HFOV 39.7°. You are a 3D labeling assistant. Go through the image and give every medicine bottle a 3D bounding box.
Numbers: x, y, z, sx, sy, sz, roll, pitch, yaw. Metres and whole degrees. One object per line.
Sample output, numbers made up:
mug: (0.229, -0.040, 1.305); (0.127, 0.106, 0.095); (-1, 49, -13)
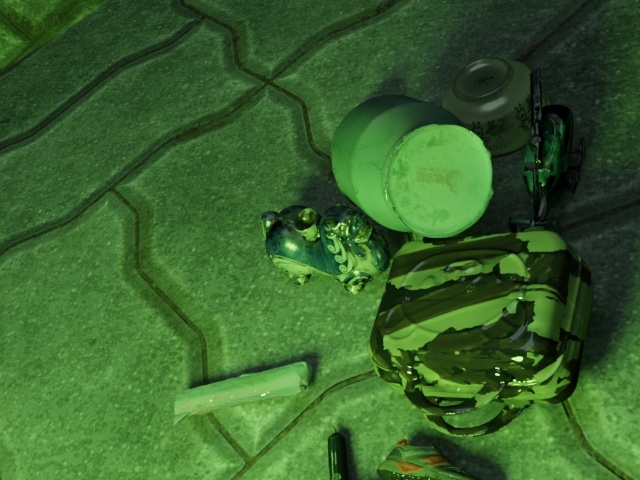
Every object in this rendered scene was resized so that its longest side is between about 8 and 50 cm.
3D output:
medicine bottle: (0.166, -0.132, 1.602); (0.245, 0.245, 0.290); (-33, 19, -2)

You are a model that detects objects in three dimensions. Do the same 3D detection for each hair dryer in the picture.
hair dryer: (0.019, 0.399, 1.473); (0.124, 0.071, 0.219); (-18, 38, 14)

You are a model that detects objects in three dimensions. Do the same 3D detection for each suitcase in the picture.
suitcase: (0.257, 0.159, 1.463); (0.351, 0.194, 0.339); (-6, 51, 36)

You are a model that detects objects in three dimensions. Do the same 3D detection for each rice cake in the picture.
rice cake: (-0.150, 0.293, 1.668); (0.290, 0.051, 0.081); (-17, 36, 17)

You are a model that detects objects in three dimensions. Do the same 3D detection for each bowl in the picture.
bowl: (0.357, -0.300, 1.879); (0.238, 0.126, 0.238); (-17, 45, 17)

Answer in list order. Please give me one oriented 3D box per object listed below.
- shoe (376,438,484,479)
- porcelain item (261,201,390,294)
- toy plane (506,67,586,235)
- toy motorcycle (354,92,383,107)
shoe: (0.186, 0.364, 1.405); (0.194, 0.074, 0.077); (4, 48, 34)
porcelain item: (0.000, 0.000, 1.758); (0.288, 0.186, 0.138); (14, 60, 38)
toy plane: (0.417, -0.127, 1.672); (0.106, 0.155, 0.381); (4, 70, 31)
toy motorcycle: (0.101, -0.237, 1.973); (0.112, 0.112, 0.254); (-5, 50, 25)
